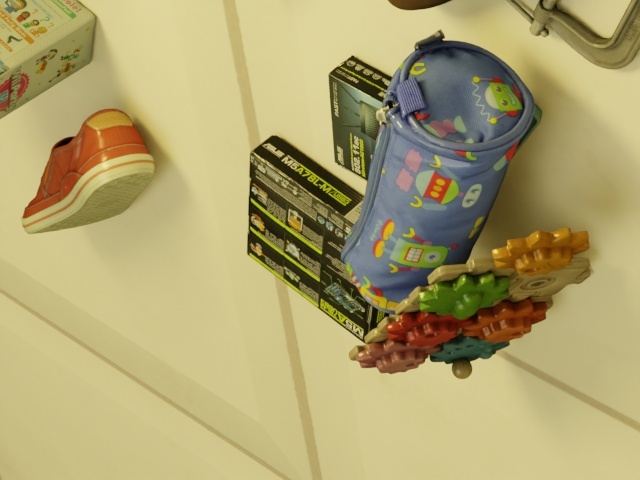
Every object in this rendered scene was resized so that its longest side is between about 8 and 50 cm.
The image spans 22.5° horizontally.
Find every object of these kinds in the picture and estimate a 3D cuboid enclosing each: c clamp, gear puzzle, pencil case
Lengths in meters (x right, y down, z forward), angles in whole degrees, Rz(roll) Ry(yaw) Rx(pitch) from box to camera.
[{"bbox_3d":[0.209,-0.202,1.293,0.137,0.022,0.160,46,150,9],"label":"c clamp"},{"bbox_3d":[0.161,0.064,1.502,0.339,0.175,0.044,130,133,-59],"label":"gear puzzle"},{"bbox_3d":[0.097,-0.051,1.464,0.306,0.133,0.119,105,164,-57],"label":"pencil case"}]

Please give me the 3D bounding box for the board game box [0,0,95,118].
[{"bbox_3d":[-0.450,-0.229,1.879,0.224,0.303,0.097,42,149,16],"label":"board game box"}]

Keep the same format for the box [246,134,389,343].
[{"bbox_3d":[0.000,0.000,1.779,0.191,0.045,0.184,36,149,24],"label":"box"}]

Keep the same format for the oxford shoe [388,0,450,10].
[{"bbox_3d":[0.100,-0.240,1.328,0.083,0.096,0.227,51,152,-3],"label":"oxford shoe"}]

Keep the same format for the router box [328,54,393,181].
[{"bbox_3d":[0.056,-0.110,1.586,0.092,0.038,0.122,32,145,31],"label":"router box"}]

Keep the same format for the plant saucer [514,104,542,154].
[{"bbox_3d":[0.150,-0.090,1.502,0.067,0.018,0.192,46,149,9],"label":"plant saucer"}]

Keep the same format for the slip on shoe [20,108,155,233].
[{"bbox_3d":[-0.303,-0.081,2.052,0.331,0.123,0.101,-32,73,60],"label":"slip on shoe"}]
